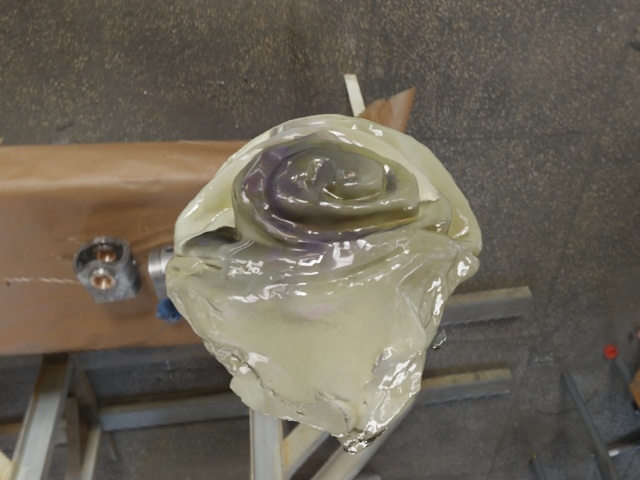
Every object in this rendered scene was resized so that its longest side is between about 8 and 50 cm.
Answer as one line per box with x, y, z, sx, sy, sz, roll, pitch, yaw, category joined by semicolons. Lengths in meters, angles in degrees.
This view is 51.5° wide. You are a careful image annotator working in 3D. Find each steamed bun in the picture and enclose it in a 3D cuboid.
0.000;0.000;0.692;0.346;0.394;0.237;-19;139;1;steamed bun
